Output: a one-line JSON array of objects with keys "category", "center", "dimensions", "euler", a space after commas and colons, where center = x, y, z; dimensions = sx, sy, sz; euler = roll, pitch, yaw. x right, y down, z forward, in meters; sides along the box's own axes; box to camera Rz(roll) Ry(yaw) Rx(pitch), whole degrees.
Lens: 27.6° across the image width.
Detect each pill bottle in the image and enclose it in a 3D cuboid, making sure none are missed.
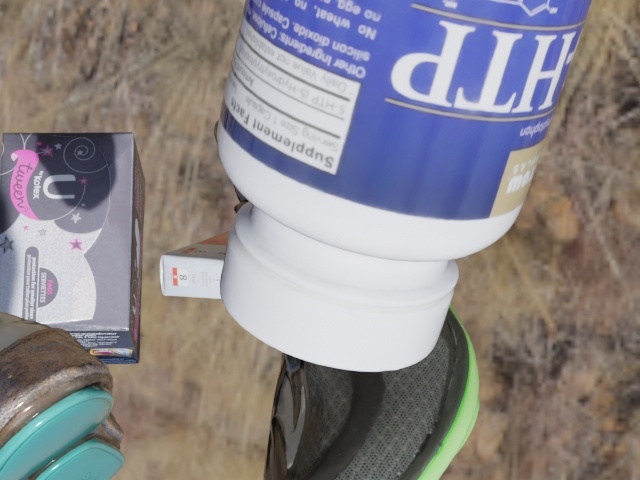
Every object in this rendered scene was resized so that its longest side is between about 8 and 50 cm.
[{"category": "pill bottle", "center": [0.025, -0.056, 0.443], "dimensions": [0.112, 0.112, 0.187], "euler": [12, 115, -6]}]

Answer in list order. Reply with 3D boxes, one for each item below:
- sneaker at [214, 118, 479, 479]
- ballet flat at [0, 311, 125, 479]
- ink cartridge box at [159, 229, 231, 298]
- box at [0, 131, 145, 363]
[{"category": "sneaker", "center": [0.000, 0.000, 0.957], "dimensions": [0.202, 0.483, 0.185], "euler": [28, 140, -34]}, {"category": "ballet flat", "center": [-0.191, 0.105, 0.825], "dimensions": [0.106, 0.107, 0.316], "euler": [51, 162, 11]}, {"category": "ink cartridge box", "center": [-0.035, 0.023, 1.184], "dimensions": [0.179, 0.045, 0.145], "euler": [0, -171, 22]}, {"category": "box", "center": [-0.294, 0.009, 1.530], "dimensions": [0.163, 0.247, 0.142], "euler": [0, 158, -3]}]
